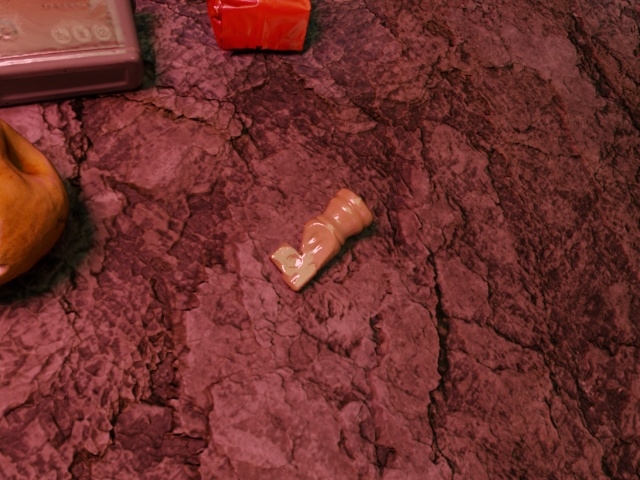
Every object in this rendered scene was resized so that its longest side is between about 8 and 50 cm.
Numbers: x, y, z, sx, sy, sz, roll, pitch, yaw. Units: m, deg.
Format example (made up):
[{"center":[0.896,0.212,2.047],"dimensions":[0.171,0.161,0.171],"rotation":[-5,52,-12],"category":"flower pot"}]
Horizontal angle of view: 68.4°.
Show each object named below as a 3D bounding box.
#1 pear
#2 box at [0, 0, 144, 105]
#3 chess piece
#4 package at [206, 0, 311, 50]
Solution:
[{"center":[-0.499,-0.048,0.638],"dimensions":[0.271,0.271,0.271],"rotation":[5,71,-15],"category":"pear"},{"center":[-0.457,-0.349,0.800],"dimensions":[0.312,0.175,0.182],"rotation":[-16,86,-21],"category":"box"},{"center":[0.000,0.000,0.862],"dimensions":[0.090,0.090,0.200],"rotation":[45,77,2],"category":"chess piece"},{"center":[-0.154,-0.594,0.990],"dimensions":[0.196,0.123,0.423],"rotation":[-6,75,-21],"category":"package"}]
